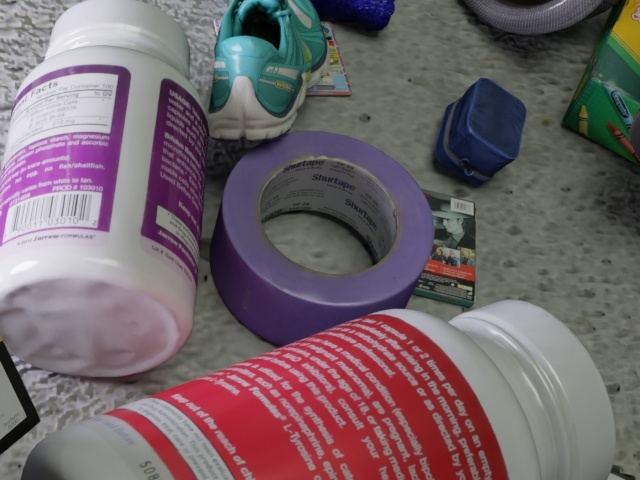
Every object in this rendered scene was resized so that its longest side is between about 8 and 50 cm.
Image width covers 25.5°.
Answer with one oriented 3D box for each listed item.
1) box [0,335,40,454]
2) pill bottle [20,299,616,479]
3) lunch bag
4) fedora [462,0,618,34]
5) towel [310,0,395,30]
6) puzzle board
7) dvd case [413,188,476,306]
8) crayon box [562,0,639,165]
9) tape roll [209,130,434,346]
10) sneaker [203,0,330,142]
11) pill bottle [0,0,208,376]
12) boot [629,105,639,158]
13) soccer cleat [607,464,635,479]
[{"bbox_3d":[-0.375,0.145,0.892,0.322,0.079,0.257,4,36,41],"label":"box"},{"bbox_3d":[0.009,0.184,1.035,0.407,0.229,0.229,-19,64,-30],"label":"pill bottle"},{"bbox_3d":[0.156,-0.103,1.402,0.067,0.065,0.098,33,48,-15],"label":"lunch bag"},{"bbox_3d":[0.254,-0.344,1.542,0.124,0.243,0.275,12,42,-50],"label":"fedora"},{"bbox_3d":[-0.053,-0.352,1.497,0.308,0.076,0.228,16,53,-9],"label":"towel"},{"bbox_3d":[-0.038,-0.186,1.424,0.128,0.011,0.096,-2,57,-21],"label":"puzzle board"},{"bbox_3d":[0.105,0.003,1.340,0.087,0.013,0.119,13,54,-11],"label":"dvd case"},{"bbox_3d":[0.386,-0.196,1.542,0.165,0.081,0.278,28,51,0],"label":"crayon box"},{"bbox_3d":[0.000,0.000,1.252,0.189,0.080,0.189,7,54,-9],"label":"tape roll"},{"bbox_3d":[-0.046,-0.188,1.314,0.107,0.110,0.275,4,30,2],"label":"sneaker"},{"bbox_3d":[-0.180,-0.052,1.177,0.169,0.169,0.302,11,53,-13],"label":"pill bottle"},{"bbox_3d":[0.498,-0.129,1.411,0.377,0.138,0.284,24,52,-5],"label":"boot"},{"bbox_3d":[0.318,0.307,1.156,0.318,0.108,0.116,32,71,3],"label":"soccer cleat"}]
